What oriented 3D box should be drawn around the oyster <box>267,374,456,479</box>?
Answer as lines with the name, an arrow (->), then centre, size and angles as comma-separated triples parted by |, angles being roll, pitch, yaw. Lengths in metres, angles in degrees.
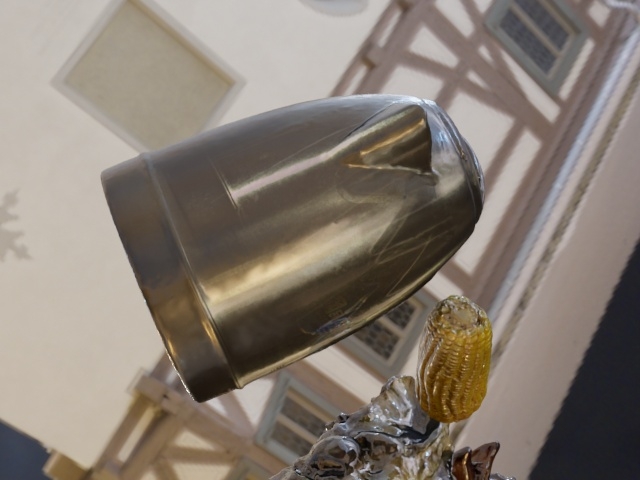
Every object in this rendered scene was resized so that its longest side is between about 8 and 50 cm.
oyster -> 0.077, 0.258, 1.091 | 0.221, 0.096, 0.361 | 13, -155, 35

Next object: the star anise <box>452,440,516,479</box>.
star anise -> 0.203, 0.428, 1.489 | 0.102, 0.272, 0.272 | 31, -98, 45

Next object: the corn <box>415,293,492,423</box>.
corn -> 0.142, 0.126, 0.954 | 0.231, 0.080, 0.080 | 86, 26, -59

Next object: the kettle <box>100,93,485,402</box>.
kettle -> 0.000, 0.000, 0.869 | 0.324, 0.321, 0.228 | -23, -117, -6
